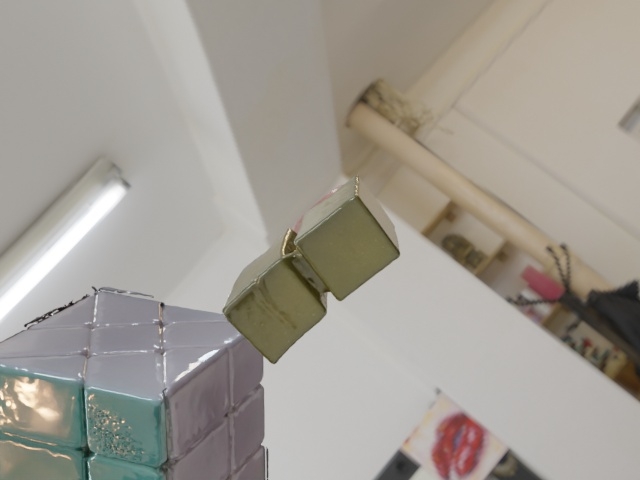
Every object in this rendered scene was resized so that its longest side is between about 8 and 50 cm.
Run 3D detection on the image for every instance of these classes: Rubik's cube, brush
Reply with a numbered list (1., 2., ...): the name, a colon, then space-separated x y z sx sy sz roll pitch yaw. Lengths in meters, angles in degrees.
1. Rubik's cube: -0.200 0.200 1.056 0.221 0.231 0.225 -34 -50 -63
2. brush: 0.000 0.000 0.673 0.103 0.047 0.233 -40 7 10
